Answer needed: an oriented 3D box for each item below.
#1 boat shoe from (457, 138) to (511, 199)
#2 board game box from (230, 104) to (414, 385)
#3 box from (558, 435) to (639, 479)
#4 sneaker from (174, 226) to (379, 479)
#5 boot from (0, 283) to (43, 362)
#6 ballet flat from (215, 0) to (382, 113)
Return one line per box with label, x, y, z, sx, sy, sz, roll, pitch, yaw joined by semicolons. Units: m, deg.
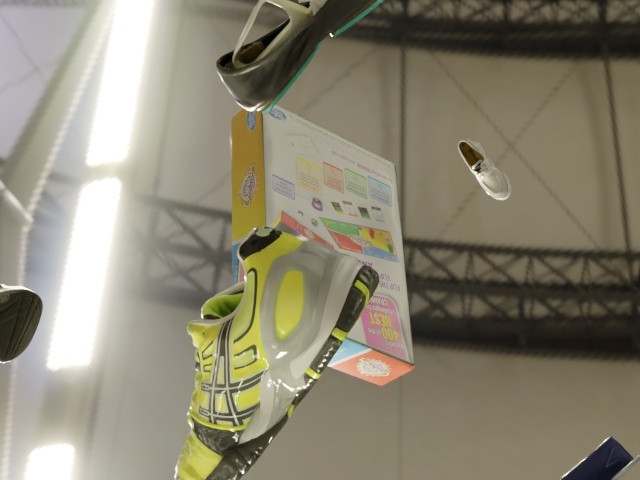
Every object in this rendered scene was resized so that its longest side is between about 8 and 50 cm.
boat shoe;0.214;-0.095;1.832;0.035;0.035;0.100;-41;-114;26
board game box;0.000;0.000;1.741;0.064;0.242;0.317;-34;-135;38
box;0.190;0.242;1.179;0.136;0.225;0.036;-33;-109;-26
sneaker;-0.078;0.131;1.506;0.147;0.385;0.145;34;-146;3
boot;-0.414;0.059;1.475;0.178;0.236;0.085;22;-89;15
ballet flat;-0.013;-0.253;1.547;0.280;0.096;0.095;-42;-159;23
